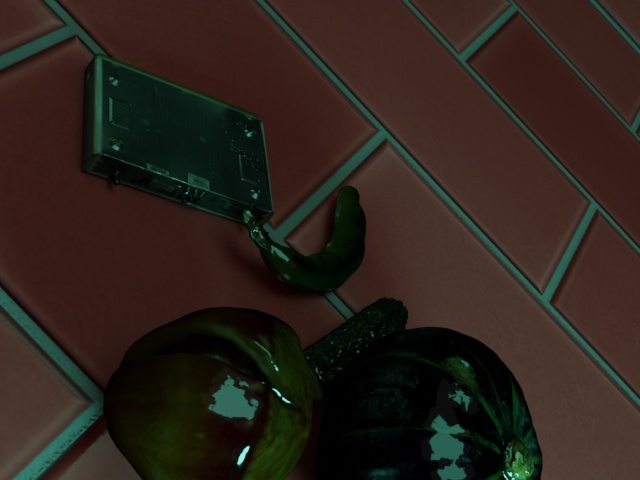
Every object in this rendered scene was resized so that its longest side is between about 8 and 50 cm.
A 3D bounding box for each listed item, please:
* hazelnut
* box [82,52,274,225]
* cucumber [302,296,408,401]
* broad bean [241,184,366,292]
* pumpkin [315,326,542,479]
[{"bbox_3d":[-0.116,0.171,1.068,0.217,0.217,0.251,43,29,-7],"label":"hazelnut"},{"bbox_3d":[-0.188,-0.131,1.360,0.270,0.045,0.211,20,45,-31],"label":"box"},{"bbox_3d":[0.050,0.137,1.334,0.077,0.077,0.265,54,40,7],"label":"cucumber"},{"bbox_3d":[0.000,0.000,1.408,0.292,0.049,0.144,-18,86,-57],"label":"broad bean"},{"bbox_3d":[0.139,0.255,1.172,0.315,0.238,0.315,25,58,-48],"label":"pumpkin"}]
